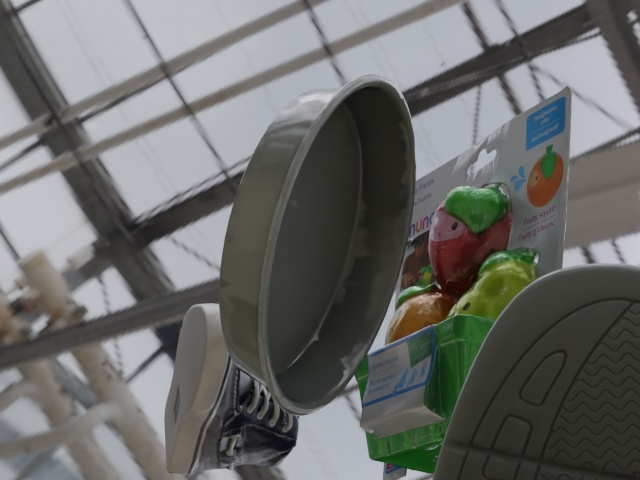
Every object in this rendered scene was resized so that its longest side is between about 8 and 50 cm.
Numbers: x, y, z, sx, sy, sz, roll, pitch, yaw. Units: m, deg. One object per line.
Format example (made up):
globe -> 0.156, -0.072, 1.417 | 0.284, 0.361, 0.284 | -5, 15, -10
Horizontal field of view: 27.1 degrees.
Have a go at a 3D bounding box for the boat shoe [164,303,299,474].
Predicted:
boat shoe -> -0.095, 0.181, 1.609 | 0.158, 0.127, 0.340 | 1, -30, -14

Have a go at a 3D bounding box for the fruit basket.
fruit basket -> 0.142, 0.054, 1.350 | 0.327, 0.165, 0.353 | -31, -126, 59

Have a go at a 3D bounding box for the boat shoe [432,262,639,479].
boat shoe -> 0.108, 0.166, 0.511 | 0.118, 0.103, 0.321 | -2, -85, 19

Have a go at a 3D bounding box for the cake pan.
cake pan -> 0.000, 0.000, 1.122 | 0.054, 0.293, 0.293 | 15, -57, 23
